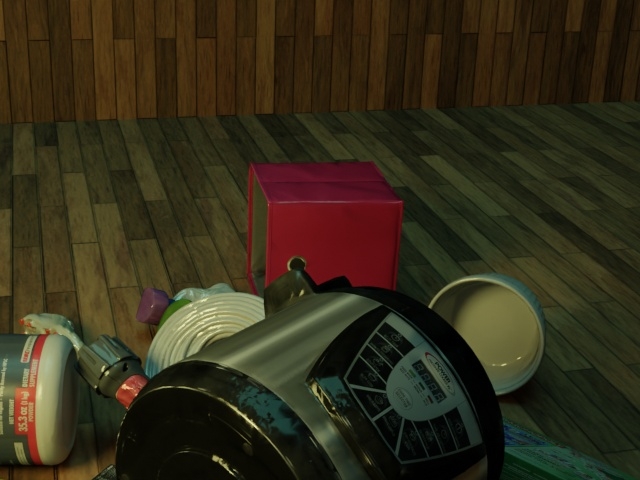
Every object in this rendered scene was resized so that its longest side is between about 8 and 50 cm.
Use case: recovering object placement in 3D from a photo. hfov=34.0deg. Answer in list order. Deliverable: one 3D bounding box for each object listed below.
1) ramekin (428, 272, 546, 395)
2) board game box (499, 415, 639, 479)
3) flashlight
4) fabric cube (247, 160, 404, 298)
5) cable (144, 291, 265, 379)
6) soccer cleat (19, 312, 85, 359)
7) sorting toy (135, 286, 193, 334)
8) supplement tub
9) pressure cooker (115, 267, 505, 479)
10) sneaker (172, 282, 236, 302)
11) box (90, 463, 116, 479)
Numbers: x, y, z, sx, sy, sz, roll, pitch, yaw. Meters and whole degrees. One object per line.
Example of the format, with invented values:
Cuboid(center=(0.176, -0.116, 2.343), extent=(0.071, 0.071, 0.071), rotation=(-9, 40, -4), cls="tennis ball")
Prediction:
Cuboid(center=(0.286, 0.152, 1.776), extent=(0.207, 0.207, 0.109), rotation=(11, 15, 20), cls="ramekin")
Cuboid(center=(0.317, 0.319, 1.457), extent=(0.317, 0.046, 0.214), rotation=(21, 4, 40), cls="board game box")
Cuboid(center=(-0.229, 0.252, 1.476), extent=(0.304, 0.103, 0.103), rotation=(40, 42, 22), cls="flashlight")
Cuboid(center=(0.000, 0.000, 2.049), extent=(0.258, 0.254, 0.259), rotation=(-1, 21, -12), cls="fabric cube")
Cuboid(center=(-0.140, 0.197, 1.587), extent=(0.257, 0.089, 0.257), rotation=(-40, 57, -2), cls="cable")
Cuboid(center=(-0.455, 0.167, 1.842), extent=(0.076, 0.068, 0.196), rotation=(-14, 24, -42), cls="soccer cleat")
Cuboid(center=(-0.192, 0.184, 1.810), extent=(0.126, 0.127, 0.365), rotation=(17, 10, -38), cls="sorting toy")
Cuboid(center=(-0.497, 0.228, 1.513), extent=(0.272, 0.191, 0.191), rotation=(1, 22, -4), cls="supplement tub")
Cuboid(center=(0.011, 0.249, 1.274), extent=(0.376, 0.369, 0.420), rotation=(19, 27, 36), cls="pressure cooker")
Cuboid(center=(-0.219, 0.119, 1.997), extent=(0.152, 0.053, 0.061), rotation=(-14, 30, -36), cls="sneaker")
Cuboid(center=(-0.292, 0.349, 1.464), extent=(0.067, 0.018, 0.083), rotation=(12, 24, 23), cls="box")
